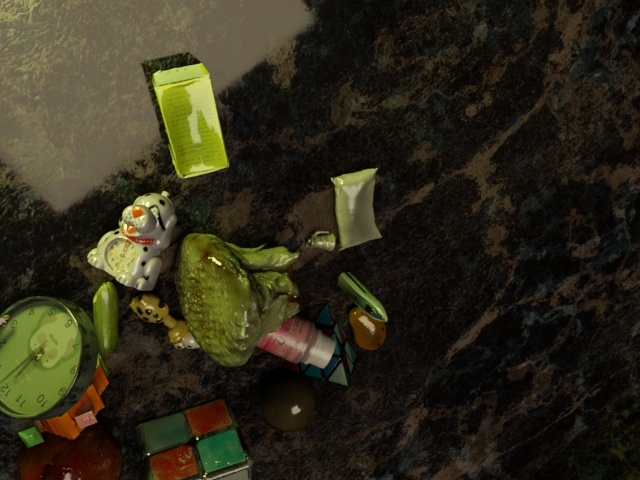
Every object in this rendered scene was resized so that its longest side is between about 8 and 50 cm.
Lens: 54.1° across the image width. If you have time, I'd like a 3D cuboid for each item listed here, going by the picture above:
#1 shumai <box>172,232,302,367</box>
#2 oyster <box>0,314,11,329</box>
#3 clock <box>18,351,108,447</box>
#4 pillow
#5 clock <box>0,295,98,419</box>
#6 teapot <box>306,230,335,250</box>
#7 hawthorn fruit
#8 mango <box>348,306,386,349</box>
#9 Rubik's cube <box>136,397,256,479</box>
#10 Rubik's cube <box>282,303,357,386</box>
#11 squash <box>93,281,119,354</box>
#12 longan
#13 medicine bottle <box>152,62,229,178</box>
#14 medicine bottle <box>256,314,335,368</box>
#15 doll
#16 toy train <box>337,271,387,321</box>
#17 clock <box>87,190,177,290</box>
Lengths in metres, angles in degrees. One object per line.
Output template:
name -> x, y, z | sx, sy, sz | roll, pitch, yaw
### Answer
shumai -> -0.203, 0.134, 1.735 | 0.323, 0.397, 0.324 | -13, 126, -37
oyster -> -0.977, 0.213, 1.568 | 0.361, 0.096, 0.221 | -33, 105, 5
clock -> -0.703, 0.437, 1.725 | 0.219, 0.255, 0.106 | -20, 123, -12
pillow -> 0.113, -0.092, 1.898 | 0.144, 0.078, 0.254 | -16, 121, -15
clock -> -0.728, 0.300, 1.616 | 0.319, 0.319, 0.066 | -43, 159, 3
teapot -> 0.000, 0.000, 1.916 | 0.083, 0.057, 0.067 | 0, 121, -17
hawthorn fruit -> -0.731, 0.649, 1.822 | 0.315, 0.316, 0.316 | -10, 120, -18
mango -> 0.162, 0.294, 2.129 | 0.115, 0.090, 0.178 | -20, 115, -4
Rubik's cube -> -0.389, 0.748, 1.997 | 0.313, 0.318, 0.316 | -13, 122, -19
Rubik's cube -> 0.015, 0.413, 2.039 | 0.249, 0.234, 0.284 | -26, 125, -8
squash -> -0.603, 0.219, 1.765 | 0.069, 0.069, 0.239 | -2, 118, -22
longan -> -0.101, 0.534, 2.072 | 0.196, 0.197, 0.220 | -34, 167, -3
medicine bottle -> -0.323, -0.298, 1.562 | 0.141, 0.137, 0.250 | -17, 121, -14
medicine bottle -> -0.083, 0.304, 1.950 | 0.247, 0.147, 0.147 | 26, 106, -8
doll -> -0.443, 0.243, 1.839 | 0.117, 0.086, 0.291 | -14, 135, 33
toy train -> 0.130, 0.179, 1.948 | 0.048, 0.252, 0.055 | 7, 112, -31
clock -> -0.468, -0.016, 1.646 | 0.188, 0.189, 0.254 | 25, 99, -32
